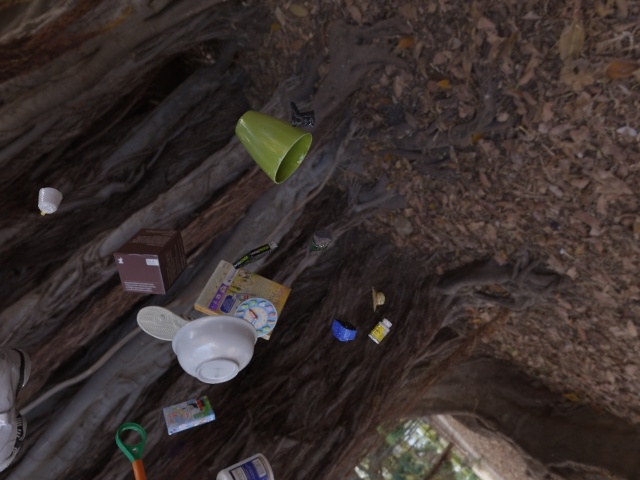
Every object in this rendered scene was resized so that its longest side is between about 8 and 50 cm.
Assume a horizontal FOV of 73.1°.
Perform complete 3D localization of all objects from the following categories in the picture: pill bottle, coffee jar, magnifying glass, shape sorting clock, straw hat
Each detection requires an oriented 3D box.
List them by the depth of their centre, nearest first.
[{"bbox_3d":[-0.241,0.713,1.258,0.112,0.187,0.112,15,109,52],"label":"pill bottle"},{"bbox_3d":[-0.580,0.671,1.351,0.092,0.026,0.231,15,-158,-42],"label":"magnifying glass"},{"bbox_3d":[-0.311,0.373,2.082,0.206,0.206,0.040,48,-177,-16],"label":"shape sorting clock"},{"bbox_3d":[0.291,0.435,2.087,0.065,0.116,0.065,41,175,4],"label":"pill bottle"},{"bbox_3d":[0.000,0.000,2.096,0.184,0.096,0.079,121,139,-78],"label":"coffee jar"},{"bbox_3d":[0.316,0.313,2.333,0.144,0.061,0.144,-3,-90,-86],"label":"straw hat"}]

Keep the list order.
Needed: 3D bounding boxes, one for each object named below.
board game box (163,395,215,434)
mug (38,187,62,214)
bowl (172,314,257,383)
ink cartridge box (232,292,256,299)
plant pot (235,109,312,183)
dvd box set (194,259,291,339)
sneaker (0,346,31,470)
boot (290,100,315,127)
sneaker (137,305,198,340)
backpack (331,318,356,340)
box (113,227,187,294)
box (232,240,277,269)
[{"bbox_3d":[-0.629,0.828,2.059,0.160,0.211,0.039,29,125,58],"label":"board game box"},{"bbox_3d":[-0.831,-0.113,1.324,0.078,0.062,0.064,107,155,-49],"label":"mug"},{"bbox_3d":[-0.360,0.399,1.496,0.298,0.298,0.134,54,-168,-44],"label":"bowl"},{"bbox_3d":[-0.383,0.281,2.164,0.115,0.029,0.063,6,179,-7],"label":"ink cartridge box"},{"bbox_3d":[-0.238,-0.457,1.984,0.293,0.275,0.275,37,170,7],"label":"plant pot"},{"bbox_3d":[-0.402,0.306,2.277,0.420,0.307,0.062,22,143,1],"label":"dvd box set"},{"bbox_3d":[-0.963,0.468,1.241,0.210,0.137,0.366,91,168,-58],"label":"sneaker"},{"bbox_3d":[-0.076,-0.537,1.831,0.045,0.099,0.121,85,177,-78],"label":"boot"},{"bbox_3d":[-0.617,0.382,1.880,0.350,0.131,0.148,21,164,-8],"label":"sneaker"},{"bbox_3d":[0.129,0.472,2.241,0.098,0.101,0.120,7,-170,-34],"label":"backpack"},{"bbox_3d":[-0.626,0.073,1.615,0.203,0.168,0.167,-73,-15,-60],"label":"box"},{"bbox_3d":[-0.348,0.079,2.303,0.184,0.191,0.045,-30,86,45],"label":"box"}]
